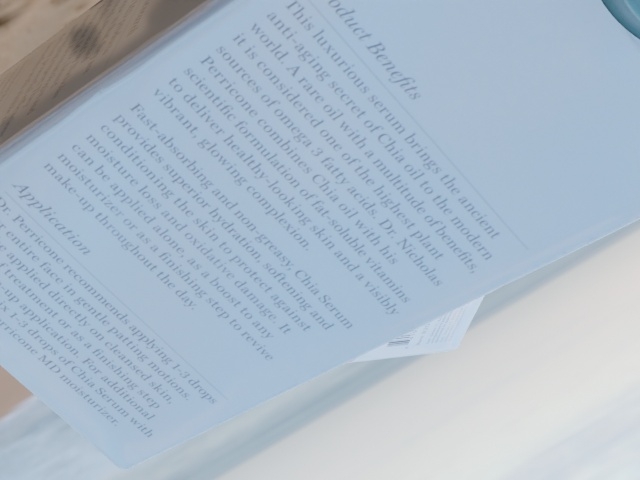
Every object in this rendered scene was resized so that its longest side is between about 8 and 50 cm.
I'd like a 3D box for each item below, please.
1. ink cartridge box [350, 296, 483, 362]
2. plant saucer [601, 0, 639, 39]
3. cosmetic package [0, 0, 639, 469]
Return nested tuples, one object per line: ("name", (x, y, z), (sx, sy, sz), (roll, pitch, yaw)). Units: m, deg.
("ink cartridge box", (0.000, 0.000, 1.266), (0.353, 0.119, 0.207), (-2, 127, -40))
("plant saucer", (0.167, -0.122, 0.600), (0.119, 0.119, 0.021), (-35, -164, 36))
("cosmetic package", (-0.018, -0.063, 0.838), (0.453, 0.230, 0.161), (-28, -152, 31))
